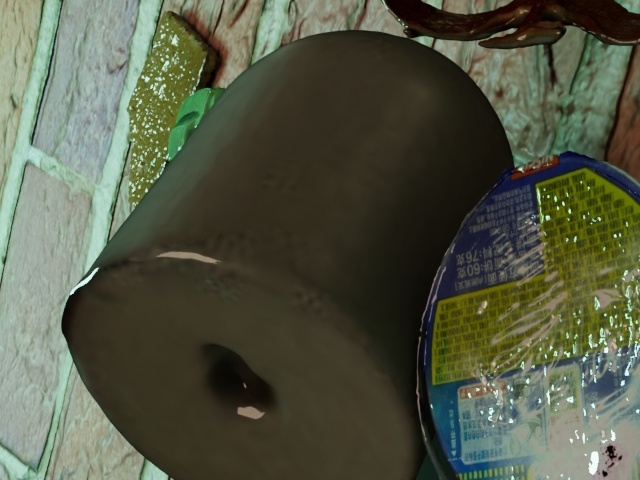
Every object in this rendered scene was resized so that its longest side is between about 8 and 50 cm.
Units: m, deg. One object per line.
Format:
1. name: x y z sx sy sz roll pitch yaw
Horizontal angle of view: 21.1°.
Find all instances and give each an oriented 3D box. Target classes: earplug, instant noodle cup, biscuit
1. earplug: 0.000 0.000 1.491 0.313 0.312 0.394 -33 21 45
2. instant noodle cup: 0.275 0.096 1.278 0.284 0.312 0.284 -13 73 51
3. biscuit: -0.200 -0.157 2.157 0.131 0.026 0.237 48 122 46

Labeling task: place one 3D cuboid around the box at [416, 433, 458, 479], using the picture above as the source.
1. box: 0.039 0.225 1.558 0.373 0.090 0.367 -2 50 34

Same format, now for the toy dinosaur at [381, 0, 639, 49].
1. toy dinosaur: 0.188 -0.239 1.528 0.327 0.206 0.113 16 122 43

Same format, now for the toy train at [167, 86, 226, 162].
1. toy train: -0.143 -0.107 2.032 0.099 0.081 0.149 -13 75 52
